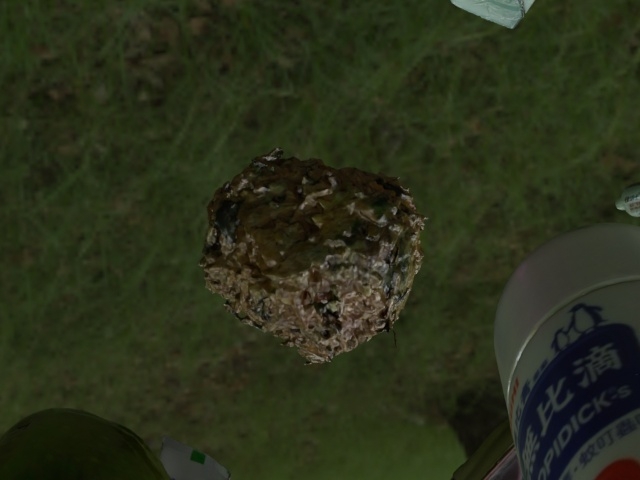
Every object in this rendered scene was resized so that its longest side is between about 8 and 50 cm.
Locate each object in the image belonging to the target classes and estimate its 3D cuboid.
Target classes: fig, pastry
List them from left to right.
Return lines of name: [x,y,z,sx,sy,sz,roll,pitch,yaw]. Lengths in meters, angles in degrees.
fig: [-0.140,0.251,0.910,0.275,0.206,0.206,33,153,-6]
pastry: [0.000,0.000,1.407,0.274,0.275,0.193,0,153,-24]

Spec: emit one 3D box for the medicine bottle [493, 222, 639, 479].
medicine bottle: [0.156,0.095,0.580,0.130,0.130,0.341,-10,-158,5]

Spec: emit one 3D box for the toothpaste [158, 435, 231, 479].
toothpaste: [-0.144,0.307,1.157,0.075,0.301,0.048,8,131,6]

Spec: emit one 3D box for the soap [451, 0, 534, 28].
soap: [0.224,-0.377,1.622,0.145,0.091,0.230,26,165,25]

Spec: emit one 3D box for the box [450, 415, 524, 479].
box: [0.230,0.244,1.092,0.120,0.224,0.069,-47,-170,10]

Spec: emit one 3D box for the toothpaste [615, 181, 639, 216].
toothpaste: [0.486,-0.070,1.705,0.047,0.069,0.268,-34,-172,-24]
